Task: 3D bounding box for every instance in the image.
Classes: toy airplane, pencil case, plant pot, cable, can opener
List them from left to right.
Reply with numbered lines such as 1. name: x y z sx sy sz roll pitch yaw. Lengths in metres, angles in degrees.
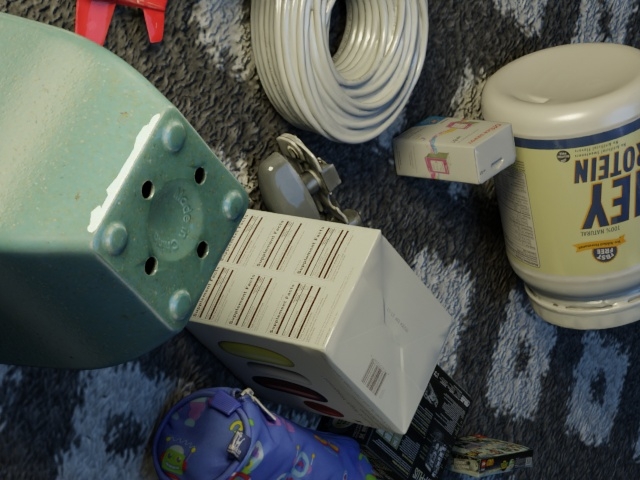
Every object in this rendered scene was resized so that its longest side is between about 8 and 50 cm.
1. plant pot: -0.214 -0.033 1.476 0.248 0.252 0.247 51 57 -46
2. toy airplane: -0.196 -0.233 1.641 0.151 0.028 0.151 -13 106 -51
3. pencil case: -0.052 0.246 1.857 0.133 0.119 0.306 -54 142 3
4. can opener: 0.000 0.000 1.925 0.095 0.076 0.283 -38 130 -18
5. cable: 0.022 -0.239 1.878 0.257 0.089 0.257 35 71 -51

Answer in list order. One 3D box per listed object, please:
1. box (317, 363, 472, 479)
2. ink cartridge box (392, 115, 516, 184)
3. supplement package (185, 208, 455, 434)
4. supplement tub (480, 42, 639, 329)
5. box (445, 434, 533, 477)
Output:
1. box: 0.094 0.215 2.079 0.180 0.077 0.147 44 63 -47
2. ink cartridge box: 0.163 -0.111 2.062 0.088 0.122 0.052 -34 124 -45
3. supplement package: -0.003 0.085 1.820 0.194 0.203 0.149 49 60 -45
4. supplement tub: 0.347 -0.071 2.220 0.235 0.235 0.325 -40 127 -41
5. box: 0.206 0.283 2.229 0.137 0.094 0.027 0 98 -53
